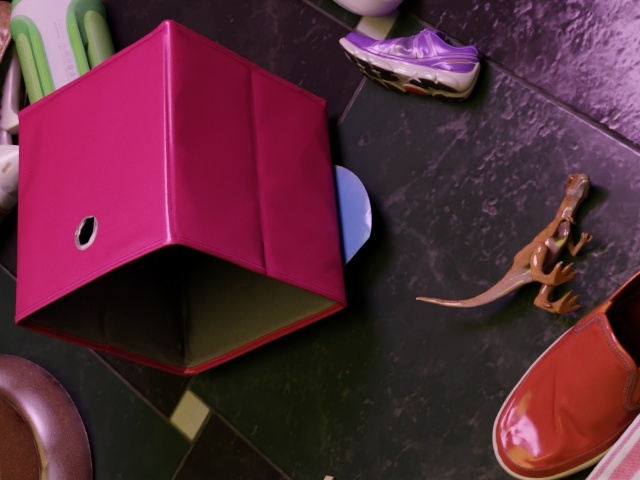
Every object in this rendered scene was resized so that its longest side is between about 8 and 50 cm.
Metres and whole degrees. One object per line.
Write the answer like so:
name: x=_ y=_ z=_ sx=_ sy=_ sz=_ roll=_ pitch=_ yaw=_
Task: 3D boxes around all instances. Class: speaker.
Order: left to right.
speaker: x=-0.297 y=-0.176 z=1.968 sx=0.131 sy=0.131 sz=0.296 roll=-31 pitch=63 yaw=27

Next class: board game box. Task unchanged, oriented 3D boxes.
board game box: x=0.000 y=0.000 z=1.769 sx=0.168 sy=0.033 sz=0.133 roll=-50 pitch=46 yaw=16

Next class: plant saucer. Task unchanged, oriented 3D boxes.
plant saucer: x=-0.416 y=0.294 z=1.973 sx=0.310 sy=0.050 sz=0.310 roll=-5 pitch=81 yaw=31

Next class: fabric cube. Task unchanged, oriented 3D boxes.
fabric cube: x=-0.153 y=-0.035 z=1.719 sx=0.254 sy=0.259 sz=0.258 roll=-25 pitch=58 yaw=36

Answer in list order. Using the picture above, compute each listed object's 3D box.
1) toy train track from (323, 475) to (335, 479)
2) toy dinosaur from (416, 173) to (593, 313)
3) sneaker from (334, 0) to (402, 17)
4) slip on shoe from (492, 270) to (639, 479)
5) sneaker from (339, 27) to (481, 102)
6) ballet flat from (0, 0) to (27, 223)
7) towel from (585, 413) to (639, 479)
toy train track: x=0.001 y=0.292 z=1.710 sx=0.048 sy=0.014 sz=0.083 roll=5 pitch=82 yaw=37
toy dinosaur: x=0.209 y=0.029 z=1.602 sx=0.211 sy=0.064 sz=0.112 roll=-45 pitch=39 yaw=9
sneaker: x=-0.037 y=-0.354 z=1.845 sx=0.366 sy=0.135 sz=0.150 roll=49 pitch=145 yaw=25
slip on shoe: x=0.279 y=0.105 z=1.498 sx=0.331 sy=0.101 sz=0.123 roll=-43 pitch=59 yaw=22
sneaker: x=0.100 y=-0.198 z=1.735 sx=0.170 sy=0.068 sz=0.071 roll=18 pitch=75 yaw=29
ballet flat: x=-0.404 y=-0.147 z=2.068 sx=0.124 sy=0.116 sz=0.342 roll=0 pitch=75 yaw=17
towel: x=0.316 y=0.261 z=1.447 sx=0.197 sy=0.029 sz=0.144 roll=56 pitch=132 yaw=32
